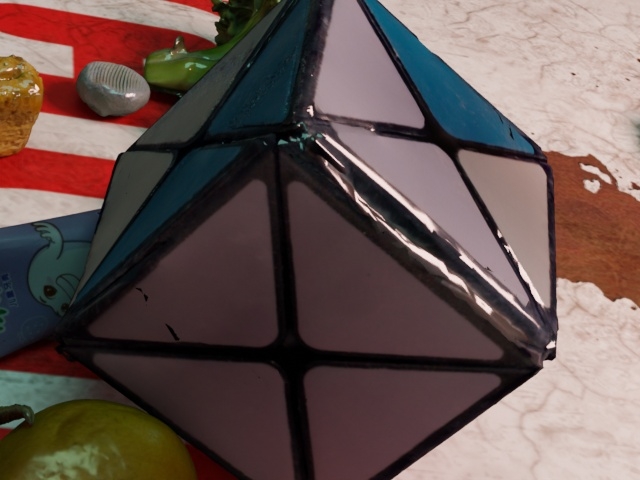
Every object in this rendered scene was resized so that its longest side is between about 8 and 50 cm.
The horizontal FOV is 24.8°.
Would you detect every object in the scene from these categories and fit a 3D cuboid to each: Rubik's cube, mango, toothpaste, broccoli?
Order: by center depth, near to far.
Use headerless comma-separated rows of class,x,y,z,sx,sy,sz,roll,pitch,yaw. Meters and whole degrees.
mango,-0.199,0.201,1.122,0.227,0.109,0.147,-15,71,-39
Rubik's cube,0.000,0.000,1.236,0.310,0.305,0.307,38,33,-17
toothpaste,-0.222,0.024,1.358,0.371,0.125,0.080,-18,6,-41
broccoli,-0.061,-0.242,1.688,0.273,0.180,0.242,9,31,-16

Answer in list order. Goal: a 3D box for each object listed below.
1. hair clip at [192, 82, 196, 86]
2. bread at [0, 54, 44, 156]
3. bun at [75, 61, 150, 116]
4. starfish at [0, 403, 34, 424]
hair clip,-0.014,-0.072,1.569,0.282,0.113,0.172,6,35,2
bread,-0.387,-0.131,1.457,0.211,0.114,0.083,-10,62,-36
bun,-0.233,-0.167,1.628,0.083,0.045,0.083,16,36,-12
starfish,-0.333,0.157,1.116,0.213,0.057,0.238,-20,22,-21
